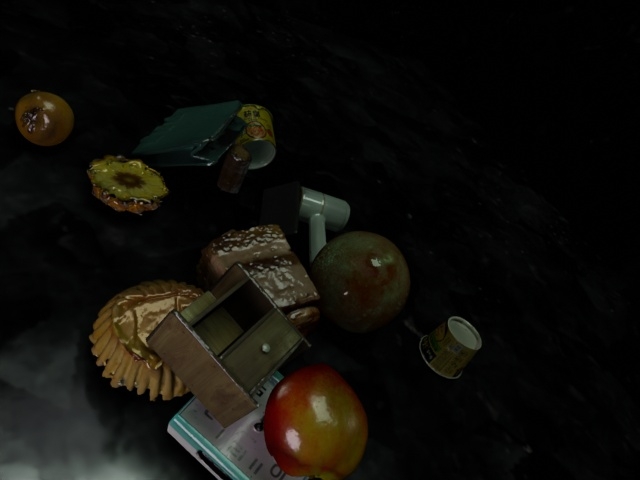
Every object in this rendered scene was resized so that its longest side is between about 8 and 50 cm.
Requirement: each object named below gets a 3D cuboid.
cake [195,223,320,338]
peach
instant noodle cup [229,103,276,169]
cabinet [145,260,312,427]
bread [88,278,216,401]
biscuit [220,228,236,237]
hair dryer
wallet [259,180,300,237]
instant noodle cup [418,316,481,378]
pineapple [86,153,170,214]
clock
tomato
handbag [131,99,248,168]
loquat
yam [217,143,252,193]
[{"bbox_3d":[-0.138,0.133,1.207,0.198,0.196,0.293,-15,62,-34],"label":"cake"},{"bbox_3d":[-0.012,0.314,0.921,0.197,0.197,0.197,21,37,-17],"label":"peach"},{"bbox_3d":[-0.227,-0.330,1.716,0.182,0.182,0.144,4,53,-35],"label":"instant noodle cup"},{"bbox_3d":[-0.160,0.185,0.952,0.215,0.148,0.175,49,44,0],"label":"cabinet"},{"bbox_3d":[-0.312,0.183,1.060,0.274,0.149,0.274,19,45,-20],"label":"bread"},{"bbox_3d":[-0.234,0.020,1.418,0.119,0.019,0.130,15,40,-23],"label":"biscuit"},{"bbox_3d":[0.000,0.000,1.581,0.173,0.107,0.357,16,48,-19],"label":"hair dryer"},{"bbox_3d":[-0.120,-0.086,1.563,0.124,0.025,0.244,-14,40,12],"label":"wallet"},{"bbox_3d":[0.372,0.297,1.477,0.151,0.122,0.151,23,36,-19],"label":"instant noodle cup"},{"bbox_3d":[-0.497,-0.137,1.350,0.224,0.076,0.225,22,34,-16],"label":"pineapple"},{"bbox_3d":[-0.129,0.374,1.017,0.262,0.116,0.231,38,41,8],"label":"clock"},{"bbox_3d":[0.109,0.102,1.381,0.270,0.222,0.270,8,65,-18],"label":"tomato"},{"bbox_3d":[-0.363,-0.295,1.516,0.274,0.100,0.269,-3,39,23],"label":"handbag"},{"bbox_3d":[-0.701,-0.312,1.337,0.141,0.141,0.141,21,37,-17],"label":"loquat"},{"bbox_3d":[-0.258,-0.212,1.568,0.079,0.141,0.079,19,38,-16],"label":"yam"}]
